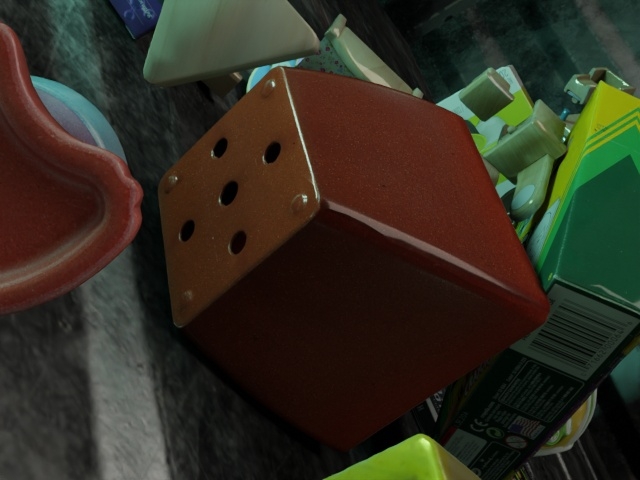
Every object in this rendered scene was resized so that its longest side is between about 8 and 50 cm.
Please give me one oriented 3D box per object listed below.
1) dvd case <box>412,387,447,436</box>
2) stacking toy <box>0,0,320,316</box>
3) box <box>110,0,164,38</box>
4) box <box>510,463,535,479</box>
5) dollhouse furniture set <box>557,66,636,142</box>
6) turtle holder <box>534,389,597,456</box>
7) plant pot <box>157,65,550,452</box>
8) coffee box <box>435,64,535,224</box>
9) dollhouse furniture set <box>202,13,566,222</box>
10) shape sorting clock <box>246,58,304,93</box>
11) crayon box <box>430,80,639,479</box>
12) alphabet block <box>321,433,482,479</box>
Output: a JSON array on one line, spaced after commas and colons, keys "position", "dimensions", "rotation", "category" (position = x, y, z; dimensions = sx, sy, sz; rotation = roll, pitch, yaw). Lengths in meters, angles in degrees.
[{"position": [0.170, 0.212, 1.294], "dimensions": [0.238, 0.029, 0.179], "rotation": [27, 37, -63], "category": "dvd case"}, {"position": [-0.166, -0.132, 0.472], "dimensions": [0.309, 0.279, 0.130], "rotation": [59, 6, -2], "category": "stacking toy"}, {"position": [-0.154, -0.345, 0.941], "dimensions": [0.153, 0.207, 0.108], "rotation": [56, 17, -16], "category": "box"}, {"position": [0.337, 0.447, 1.376], "dimensions": [0.191, 0.045, 0.184], "rotation": [64, 19, 7], "category": "box"}, {"position": [0.429, -0.113, 1.356], "dimensions": [0.303, 0.198, 0.286], "rotation": [-12, 48, -40], "category": "dollhouse furniture set"}, {"position": [0.359, 0.232, 1.402], "dimensions": [0.320, 0.243, 0.228], "rotation": [168, -85, -67], "category": "turtle holder"}, {"position": [0.000, 0.000, 0.792], "dimensions": [0.235, 0.267, 0.267], "rotation": [26, 36, -39], "category": "plant pot"}, {"position": [0.267, -0.086, 1.523], "dimensions": [0.335, 0.337, 0.338], "rotation": [61, 16, -4], "category": "coffee box"}, {"position": [0.042, -0.124, 0.969], "dimensions": [0.355, 0.303, 0.174], "rotation": [40, 46, -14], "category": "dollhouse furniture set"}, {"position": [-0.006, -0.197, 1.231], "dimensions": [0.206, 0.040, 0.206], "rotation": [11, 51, -14], "category": "shape sorting clock"}, {"position": [0.254, 0.058, 0.959], "dimensions": [0.106, 0.363, 0.313], "rotation": [23, 48, 3], "category": "crayon box"}, {"position": [0.060, 0.280, 0.585], "dimensions": [0.197, 0.192, 0.194], "rotation": [43, 22, -44], "category": "alphabet block"}]
